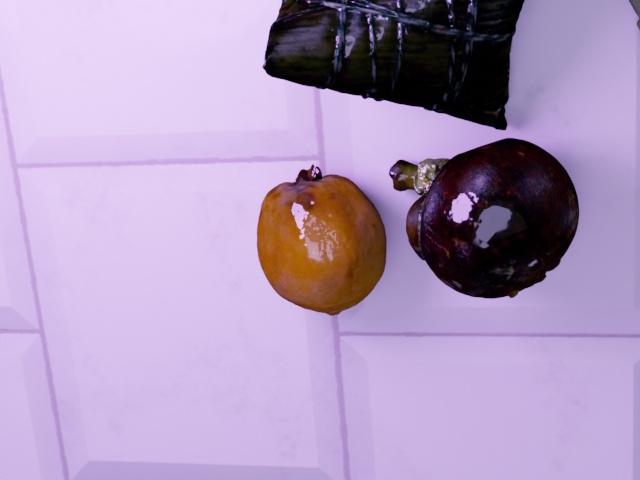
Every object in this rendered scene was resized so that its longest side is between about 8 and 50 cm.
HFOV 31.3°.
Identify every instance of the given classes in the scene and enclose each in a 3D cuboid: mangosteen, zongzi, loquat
[{"bbox_3d":[0.215,-0.051,1.590,0.289,0.231,0.231,39,115,27],"label":"mangosteen"},{"bbox_3d":[0.138,-0.330,1.471,0.384,0.319,0.362,14,128,-12],"label":"zongzi"},{"bbox_3d":[0.000,0.000,1.666,0.187,0.176,0.234,-9,111,-3],"label":"loquat"}]

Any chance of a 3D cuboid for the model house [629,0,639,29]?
[{"bbox_3d":[0.498,-0.296,1.445,0.195,0.189,0.214,-27,100,21],"label":"model house"}]
